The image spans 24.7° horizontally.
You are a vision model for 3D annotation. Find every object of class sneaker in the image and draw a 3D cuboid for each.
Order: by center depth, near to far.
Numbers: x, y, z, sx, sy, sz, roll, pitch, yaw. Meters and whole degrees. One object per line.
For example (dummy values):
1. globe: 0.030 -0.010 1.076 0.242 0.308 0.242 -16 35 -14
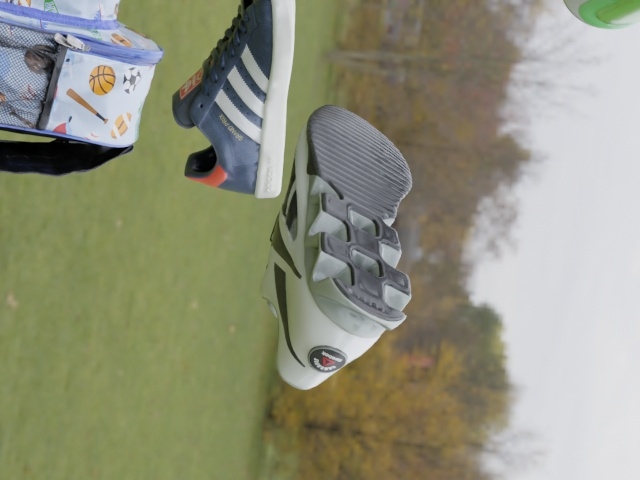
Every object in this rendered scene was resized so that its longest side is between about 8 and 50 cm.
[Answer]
1. sneaker: 0.000 0.000 1.345 0.146 0.122 0.330 -50 -162 32
2. sneaker: -0.110 -0.208 1.820 0.131 0.148 0.350 -89 -176 -58

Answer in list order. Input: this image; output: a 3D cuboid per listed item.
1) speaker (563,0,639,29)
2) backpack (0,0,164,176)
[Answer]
1. speaker: 0.356 -0.308 1.608 0.296 0.131 0.131 -175 -88 -83
2. backpack: -0.291 -0.189 1.415 0.276 0.263 0.213 41 -72 50
